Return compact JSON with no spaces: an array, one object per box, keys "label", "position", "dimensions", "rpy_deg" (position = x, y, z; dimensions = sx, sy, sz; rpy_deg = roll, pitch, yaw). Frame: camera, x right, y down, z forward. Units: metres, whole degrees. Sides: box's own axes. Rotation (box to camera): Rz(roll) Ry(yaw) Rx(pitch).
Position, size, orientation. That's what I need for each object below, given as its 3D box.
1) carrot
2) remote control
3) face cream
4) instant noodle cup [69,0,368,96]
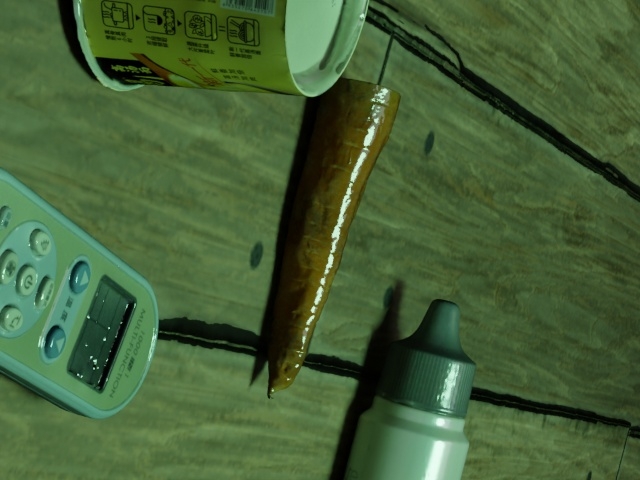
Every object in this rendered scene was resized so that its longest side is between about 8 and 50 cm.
[{"label":"carrot","position":[0.000,0.000,1.342],"dimensions":[0.057,0.057,0.224],"rpy_deg":[5,101,-66]},{"label":"remote control","position":[-0.152,0.029,1.025],"dimensions":[0.244,0.047,0.087],"rpy_deg":[46,58,-62]},{"label":"face cream","position":[0.059,0.197,1.526],"dimensions":[0.092,0.092,0.311],"rpy_deg":[13,92,-66]},{"label":"instant noodle cup","position":[-0.048,-0.142,1.064],"dimensions":[0.151,0.122,0.151],"rpy_deg":[-48,147,-47]}]
